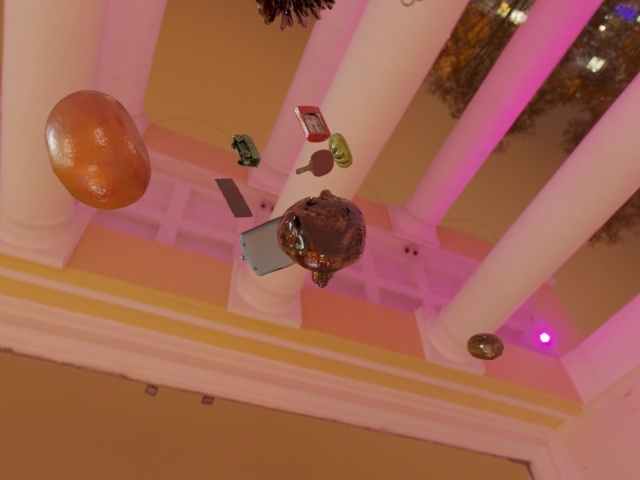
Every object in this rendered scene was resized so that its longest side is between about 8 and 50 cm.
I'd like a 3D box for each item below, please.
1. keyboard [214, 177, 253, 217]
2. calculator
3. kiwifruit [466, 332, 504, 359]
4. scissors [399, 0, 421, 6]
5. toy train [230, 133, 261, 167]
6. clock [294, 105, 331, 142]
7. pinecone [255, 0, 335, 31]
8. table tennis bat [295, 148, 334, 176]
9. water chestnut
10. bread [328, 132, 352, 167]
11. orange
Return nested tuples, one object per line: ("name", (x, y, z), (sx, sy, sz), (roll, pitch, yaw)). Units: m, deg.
("keyboard", (-0.304, -0.149, 1.693), (0.074, 0.015, 0.197), (-10, -128, -34))
("calculator", (-0.135, 0.011, 1.618), (0.051, 0.292, 0.173), (-71, -41, -74))
("kiwifruit", (0.457, 0.294, 1.350), (0.075, 0.124, 0.076), (2, -99, -13))
("scissors", (0.312, -1.013, 1.844), (0.118, 0.030, 0.242), (-29, -87, -14))
("toy train", (-0.311, -0.375, 2.019), (0.099, 0.070, 0.172), (-6, -123, -34))
("clock", (-0.036, -0.473, 1.983), (0.113, 0.061, 0.155), (-8, -116, -34))
("pinecone", (-0.057, -0.686, 1.250), (0.263, 0.264, 0.264), (20, -146, -14))
("table tennis bat", (-0.017, -0.248, 1.598), (0.156, 0.087, 0.013), (-27, -152, -32))
("water chestnut", (0.000, 0.000, 1.194), (0.223, 0.239, 0.224), (10, -164, -3))
("bread", (0.069, -0.323, 1.734), (0.130, 0.071, 0.139), (58, -171, -42))
("orange", (-0.447, -0.177, 0.974), (0.171, 0.240, 0.240), (-20, -133, -4))
